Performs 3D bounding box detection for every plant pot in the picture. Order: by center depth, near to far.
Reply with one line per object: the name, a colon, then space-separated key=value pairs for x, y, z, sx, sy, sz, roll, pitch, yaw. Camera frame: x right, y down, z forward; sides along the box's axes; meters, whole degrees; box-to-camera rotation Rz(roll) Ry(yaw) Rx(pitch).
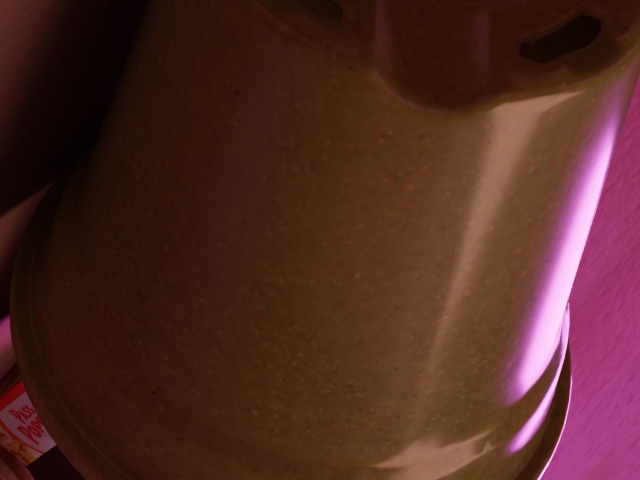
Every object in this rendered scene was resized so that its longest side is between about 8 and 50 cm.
plant pot: x=0.014 y=-0.039 z=0.671 sx=0.276 sy=0.276 sz=0.254 roll=-43 pitch=161 yaw=-37

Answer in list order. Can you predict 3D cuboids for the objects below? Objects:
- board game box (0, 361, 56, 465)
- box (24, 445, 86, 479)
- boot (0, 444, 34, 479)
board game box: x=-0.101 y=0.031 z=0.879 sx=0.193 sy=0.045 sz=0.147 roll=-37 pitch=-163 yaw=46
box: x=-0.107 y=0.184 z=1.206 sx=0.143 sy=0.191 sz=0.381 roll=-48 pitch=165 yaw=1
boot: x=-0.296 y=0.226 z=0.890 sx=0.262 sy=0.095 sz=0.203 roll=-39 pitch=173 yaw=29
